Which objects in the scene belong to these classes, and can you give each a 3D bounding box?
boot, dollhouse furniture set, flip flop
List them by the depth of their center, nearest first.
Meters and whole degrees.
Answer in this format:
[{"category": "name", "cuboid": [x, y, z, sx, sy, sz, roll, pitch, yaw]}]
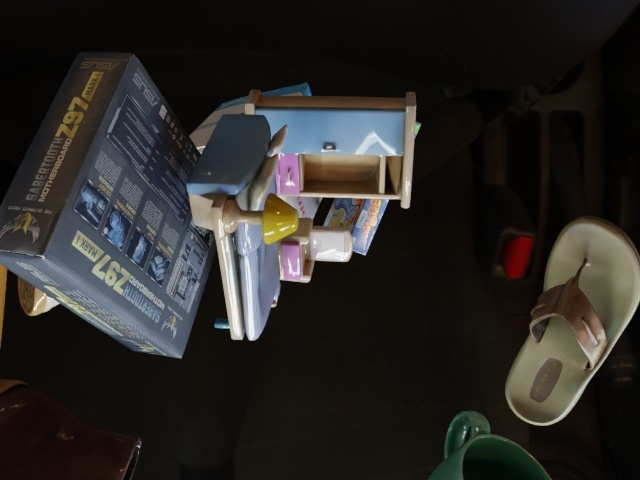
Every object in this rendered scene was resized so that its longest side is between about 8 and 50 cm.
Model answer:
[{"category": "boot", "cuboid": [-0.299, 0.242, 0.546, 0.207, 0.090, 0.248, 21, 55, 6]}, {"category": "dollhouse furniture set", "cuboid": [0.000, 0.000, 0.703, 0.198, 0.303, 0.286, 2, 125, 6]}, {"category": "flip flop", "cuboid": [0.290, 0.106, 0.758, 0.112, 0.080, 0.277, 29, 113, 29]}]

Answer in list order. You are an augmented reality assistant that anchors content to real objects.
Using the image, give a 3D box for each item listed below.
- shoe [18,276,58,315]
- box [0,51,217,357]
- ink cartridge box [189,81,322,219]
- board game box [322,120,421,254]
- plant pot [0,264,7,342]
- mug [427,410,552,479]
[{"category": "shoe", "cuboid": [-0.293, -0.010, 0.705, 0.058, 0.076, 0.219, -7, 133, -38]}, {"category": "box", "cuboid": [-0.165, -0.018, 0.564, 0.059, 0.232, 0.183, 5, 65, 17]}, {"category": "ink cartridge box", "cuboid": [-0.098, -0.122, 1.024, 0.168, 0.232, 0.171, -8, 119, 18]}, {"category": "board game box", "cuboid": [0.072, -0.090, 0.951, 0.035, 0.136, 0.201, 20, 97, -18]}, {"category": "plant pot", "cuboid": [-0.521, 0.070, 0.870, 0.205, 0.205, 0.188, -8, 89, -4]}, {"category": "mug", "cuboid": [0.173, 0.274, 0.663, 0.129, 0.158, 0.097, 35, 125, 2]}]
